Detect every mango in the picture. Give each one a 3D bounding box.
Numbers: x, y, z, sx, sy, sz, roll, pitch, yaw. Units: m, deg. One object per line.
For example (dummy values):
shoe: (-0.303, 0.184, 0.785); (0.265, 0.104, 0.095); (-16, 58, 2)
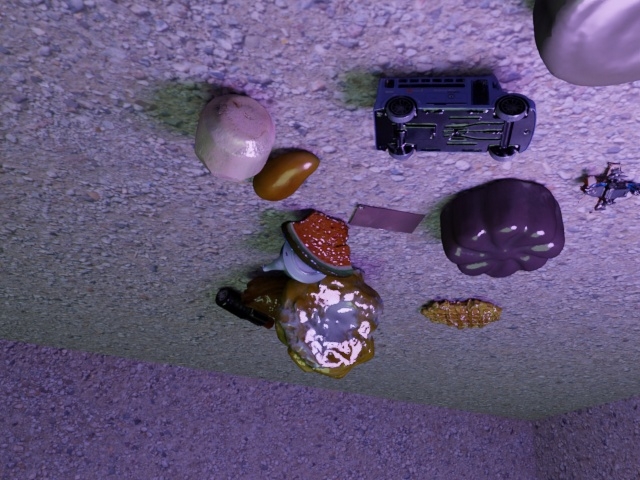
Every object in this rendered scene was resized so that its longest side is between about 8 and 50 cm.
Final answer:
mango: (-0.086, -0.153, 1.352); (0.184, 0.085, 0.102); (-25, 141, 35)

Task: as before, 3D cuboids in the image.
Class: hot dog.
hot dog: (-0.137, 0.210, 1.973); (0.272, 0.122, 0.196); (25, 150, -31)

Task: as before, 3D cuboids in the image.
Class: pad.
pad: (0.182, -0.058, 1.574); (0.187, 0.006, 0.113); (8, 151, -9)

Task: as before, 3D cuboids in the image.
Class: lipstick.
lipstick: (-0.282, 0.268, 2.189); (0.081, 0.081, 0.299); (-13, 147, 31)

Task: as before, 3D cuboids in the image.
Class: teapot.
teapot: (-0.050, 0.048, 1.677); (0.231, 0.159, 0.159); (-14, 160, -25)

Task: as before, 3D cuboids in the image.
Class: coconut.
coconut: (-0.185, -0.207, 1.185); (0.170, 0.171, 0.183); (17, 148, -22)

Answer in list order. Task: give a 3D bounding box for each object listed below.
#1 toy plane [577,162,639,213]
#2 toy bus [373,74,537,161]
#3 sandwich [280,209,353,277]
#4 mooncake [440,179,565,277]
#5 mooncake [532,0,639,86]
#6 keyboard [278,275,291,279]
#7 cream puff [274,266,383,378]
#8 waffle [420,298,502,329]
toy plane: (0.690, -0.117, 1.319); (0.188, 0.062, 0.135); (4, 126, -4)
toy bus: (0.251, -0.239, 1.083); (0.291, 0.133, 0.126); (2, 147, 10)
sandwich: (-0.010, 0.006, 1.572); (0.235, 0.159, 0.079); (21, 165, -25)
mooncake: (0.457, -0.020, 1.450); (0.305, 0.154, 0.306); (4, 150, 2)
mooncake: (0.450, -0.350, 0.840); (0.274, 0.135, 0.275); (1, 153, 0)
keyboard: (-0.138, 0.183, 2.067); (0.072, 0.023, 0.231); (13, 151, -11)
cream puff: (0.025, 0.252, 1.835); (0.377, 0.379, 0.275); (14, 171, -17)
waffle: (0.517, 0.267, 2.090); (0.290, 0.051, 0.291); (5, 153, 3)
